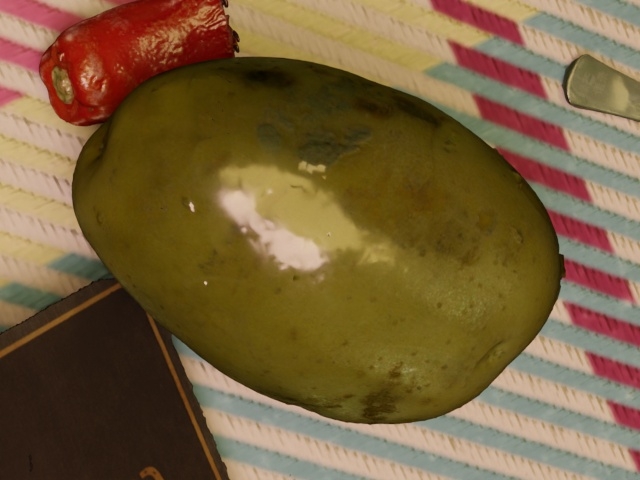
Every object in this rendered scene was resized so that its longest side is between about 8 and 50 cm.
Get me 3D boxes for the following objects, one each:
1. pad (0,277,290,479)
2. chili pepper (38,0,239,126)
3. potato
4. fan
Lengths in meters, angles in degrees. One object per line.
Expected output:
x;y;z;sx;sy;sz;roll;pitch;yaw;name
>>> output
-0.079;0.207;0.880;0.315;0.063;0.375;-34;106;-50;pad
-0.116;-0.118;0.930;0.123;0.073;0.070;-20;57;-17;chili pepper
0.001;0.001;0.900;0.304;0.216;0.216;20;88;-26;potato
0.263;-0.089;1.073;0.193;0.016;0.038;18;91;-16;fan
